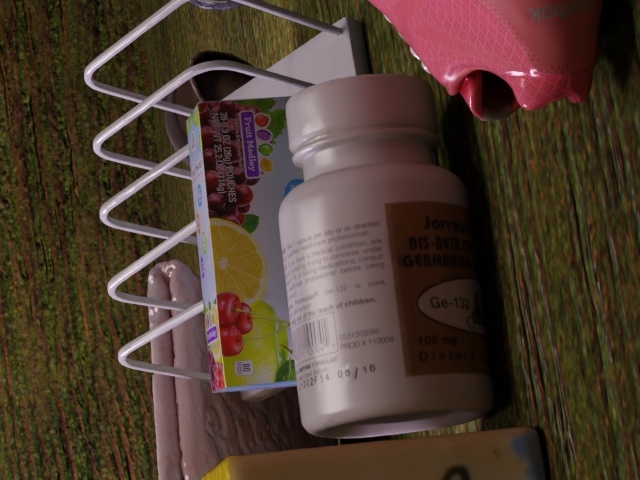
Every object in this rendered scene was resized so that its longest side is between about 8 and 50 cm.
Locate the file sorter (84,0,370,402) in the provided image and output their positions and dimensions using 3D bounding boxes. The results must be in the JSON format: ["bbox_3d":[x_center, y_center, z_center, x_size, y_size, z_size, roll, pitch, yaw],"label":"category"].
[{"bbox_3d":[-0.071,-0.037,1.620,0.193,0.173,0.277,-31,59,41],"label":"file sorter"}]

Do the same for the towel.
[{"bbox_3d":[-0.054,0.218,1.768,0.332,0.053,0.317,50,-152,-54],"label":"towel"}]

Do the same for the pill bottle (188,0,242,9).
[{"bbox_3d":[-0.092,-0.325,1.967,0.245,0.130,0.130,128,136,-76],"label":"pill bottle"}]

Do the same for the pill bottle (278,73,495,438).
[{"bbox_3d":[0.040,0.011,1.334,0.131,0.131,0.229,123,141,-75],"label":"pill bottle"}]

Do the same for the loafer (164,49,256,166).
[{"bbox_3d":[-0.039,-0.093,1.858,0.130,0.134,0.366,-65,32,23],"label":"loafer"}]

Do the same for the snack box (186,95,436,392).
[{"bbox_3d":[0.000,0.000,1.435,0.070,0.174,0.207,149,117,-76],"label":"snack box"}]

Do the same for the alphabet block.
[{"bbox_3d":[0.035,0.226,1.265,0.193,0.197,0.192,123,142,-75],"label":"alphabet block"}]

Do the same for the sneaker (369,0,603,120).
[{"bbox_3d":[0.071,-0.135,1.108,0.314,0.116,0.136,-150,51,-73],"label":"sneaker"}]
